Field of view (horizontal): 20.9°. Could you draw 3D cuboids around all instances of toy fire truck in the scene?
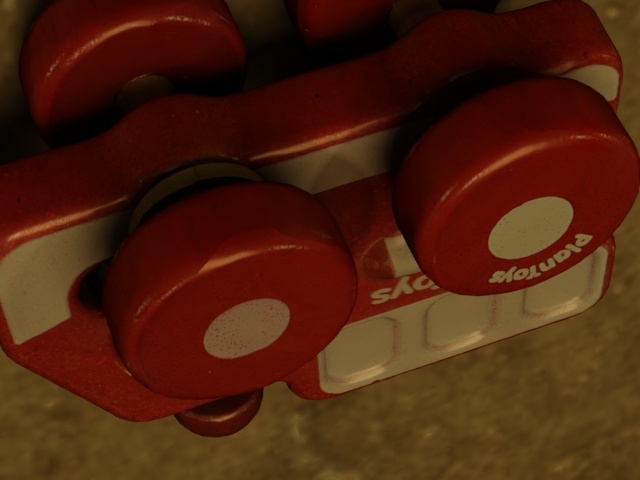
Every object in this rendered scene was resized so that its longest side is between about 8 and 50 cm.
[{"bbox_3d":[0.000,0.000,0.792,0.302,0.169,0.254,-19,144,-10],"label":"toy fire truck"}]
